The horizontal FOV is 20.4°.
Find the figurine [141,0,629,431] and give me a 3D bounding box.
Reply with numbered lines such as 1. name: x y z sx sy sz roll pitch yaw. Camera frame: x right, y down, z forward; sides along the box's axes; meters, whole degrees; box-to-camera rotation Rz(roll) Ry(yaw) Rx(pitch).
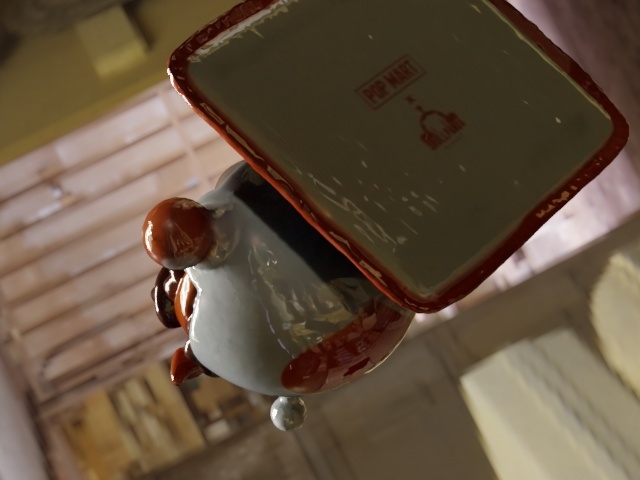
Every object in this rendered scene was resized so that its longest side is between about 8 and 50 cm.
1. figurine: 0.000 0.000 0.850 0.160 0.183 0.226 44 139 10
